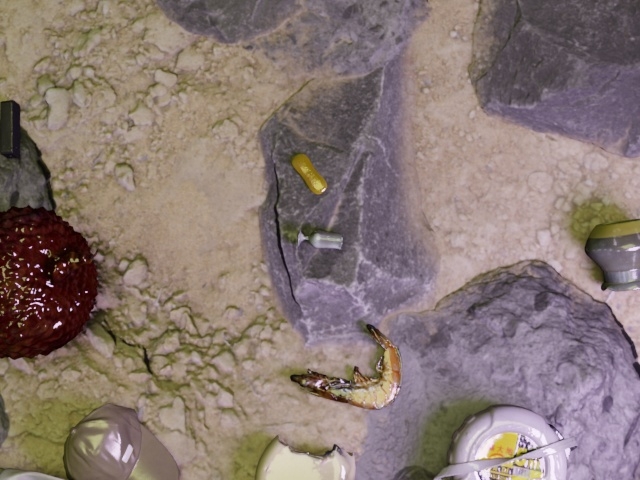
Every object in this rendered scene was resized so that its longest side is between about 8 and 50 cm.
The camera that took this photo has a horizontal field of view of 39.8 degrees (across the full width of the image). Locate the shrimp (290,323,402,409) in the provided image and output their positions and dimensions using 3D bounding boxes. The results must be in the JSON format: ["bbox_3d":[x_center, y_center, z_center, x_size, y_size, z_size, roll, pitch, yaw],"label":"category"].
[{"bbox_3d":[0.051,0.215,1.561,0.195,0.035,0.148,12,82,0],"label":"shrimp"}]

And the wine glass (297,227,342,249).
[{"bbox_3d":[0.000,0.000,1.611,0.083,0.042,0.039,7,108,4],"label":"wine glass"}]

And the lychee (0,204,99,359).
[{"bbox_3d":[-0.512,0.073,1.528,0.300,0.264,0.264,-24,76,24],"label":"lychee"}]

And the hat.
[{"bbox_3d":[-0.345,0.390,1.519,0.173,0.144,0.166,30,84,36],"label":"hat"}]

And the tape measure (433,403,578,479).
[{"bbox_3d":[0.313,0.372,1.464,0.236,0.120,0.197,13,85,2],"label":"tape measure"}]

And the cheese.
[{"bbox_3d":[-0.051,0.448,1.506,0.163,0.071,0.249,25,81,10],"label":"cheese"}]

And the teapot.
[{"bbox_3d":[0.539,0.023,1.528,0.165,0.130,0.119,-10,92,-29],"label":"teapot"}]

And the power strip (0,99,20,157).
[{"bbox_3d":[-0.601,-0.215,1.709,0.029,0.038,0.111,-5,77,5],"label":"power strip"}]

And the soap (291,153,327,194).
[{"bbox_3d":[-0.021,-0.125,1.652,0.034,0.012,0.089,-37,78,-3],"label":"soap"}]

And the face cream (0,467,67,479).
[{"bbox_3d":[-0.493,0.450,1.544,0.224,0.070,0.114,10,118,6],"label":"face cream"}]
